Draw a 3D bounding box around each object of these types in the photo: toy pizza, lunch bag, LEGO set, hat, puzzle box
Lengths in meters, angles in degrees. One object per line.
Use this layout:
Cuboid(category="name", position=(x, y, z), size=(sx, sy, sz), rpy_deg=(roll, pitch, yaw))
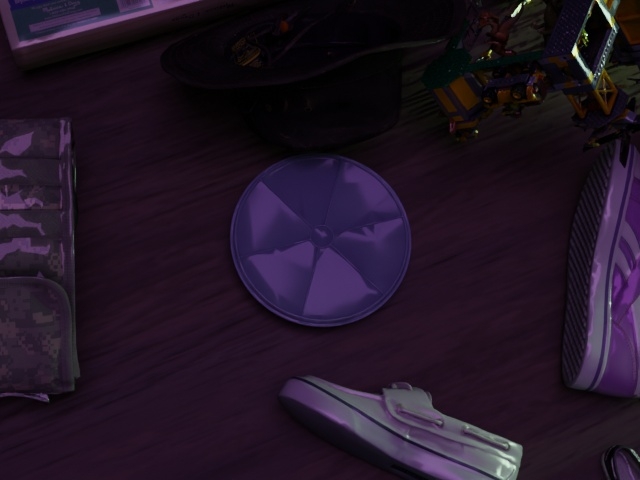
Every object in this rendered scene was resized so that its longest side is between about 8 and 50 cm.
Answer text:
Cuboid(category="toy pizza", position=(0.000, 0.000, 1.452), size=(0.201, 0.032, 0.201), rpy_deg=(2, 72, -6))
Cuboid(category="lunch bag", position=(-0.367, 0.027, 1.342), size=(0.235, 0.169, 0.287), rpy_deg=(-1, 81, -9))
Cuboid(category="LEGO set", position=(0.280, -0.209, 1.463), size=(0.192, 0.255, 0.331), rpy_deg=(50, 44, -33))
Cuboid(category="hat", position=(0.001, -0.173, 1.420), size=(0.331, 0.331, 0.134), rpy_deg=(-16, 113, -10))
Cuboid(category="puzzle box", position=(-0.191, -0.370, 1.518), size=(0.409, 0.052, 0.272), rpy_deg=(-16, 70, -10))

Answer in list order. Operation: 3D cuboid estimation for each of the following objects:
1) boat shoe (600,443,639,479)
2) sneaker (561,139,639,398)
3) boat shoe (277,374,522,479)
Cuboid(category="boat shoe", position=(0.342, 0.276, 1.401), size=(0.046, 0.038, 0.125), rpy_deg=(-19, 76, -11))
Cuboid(category="sneaker", position=(0.360, 0.035, 1.449), size=(0.161, 0.102, 0.282), rpy_deg=(8, 84, -7))
Cuboid(category="boat shoe", position=(0.088, 0.193, 1.373), size=(0.267, 0.096, 0.088), rpy_deg=(24, 69, 1))
